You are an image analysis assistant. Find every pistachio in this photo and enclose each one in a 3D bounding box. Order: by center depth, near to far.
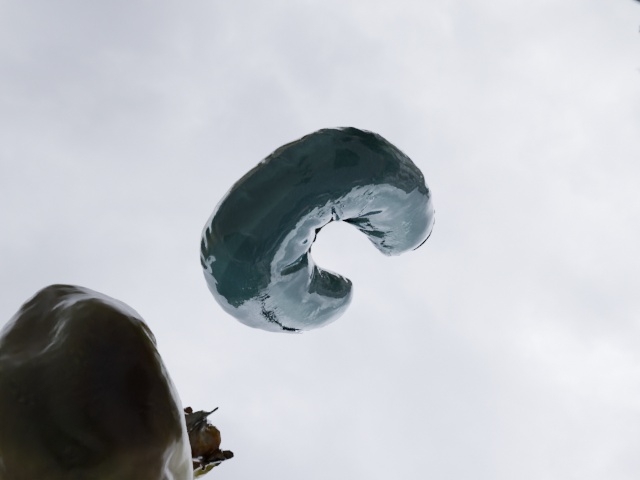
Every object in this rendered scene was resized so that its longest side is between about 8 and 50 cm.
[{"bbox_3d":[-0.146,0.106,0.328,0.110,0.100,0.189,-11,-112,-35],"label":"pistachio"}]

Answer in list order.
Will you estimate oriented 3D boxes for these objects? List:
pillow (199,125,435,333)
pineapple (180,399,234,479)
[{"bbox_3d":[0.000,0.000,0.526,0.233,0.214,0.086,-45,-140,6],"label":"pillow"},{"bbox_3d":[-0.262,0.200,0.464,0.334,0.158,0.161,-36,-120,19],"label":"pineapple"}]
